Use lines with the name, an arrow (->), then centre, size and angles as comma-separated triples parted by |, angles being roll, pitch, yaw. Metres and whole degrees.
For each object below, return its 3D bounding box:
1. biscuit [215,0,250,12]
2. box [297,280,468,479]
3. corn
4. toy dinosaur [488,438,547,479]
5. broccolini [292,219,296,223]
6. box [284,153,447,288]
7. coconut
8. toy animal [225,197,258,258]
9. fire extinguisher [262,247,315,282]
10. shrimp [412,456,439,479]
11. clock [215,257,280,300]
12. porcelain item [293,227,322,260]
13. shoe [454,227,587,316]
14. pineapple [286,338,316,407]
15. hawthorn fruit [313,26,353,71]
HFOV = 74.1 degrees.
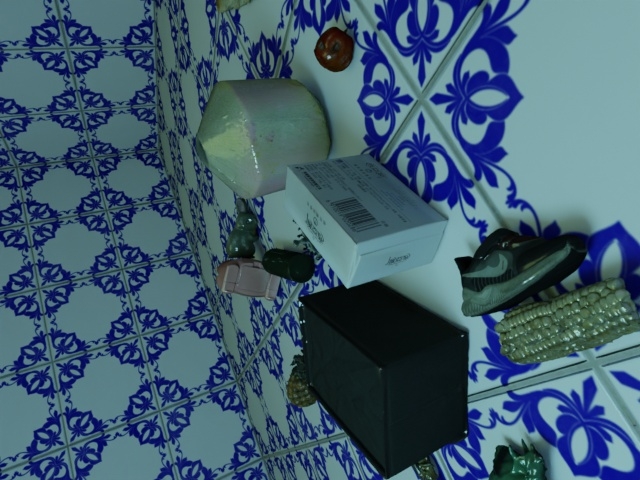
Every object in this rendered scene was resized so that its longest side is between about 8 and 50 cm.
biscuit -> -0.273, -0.834, 1.321 | 0.309, 0.040, 0.204 | 29, 129, 55
box -> 0.119, 0.262, 0.916 | 0.345, 0.205, 0.251 | 26, 126, 57
corn -> 0.331, 0.110, 0.569 | 0.211, 0.087, 0.087 | -45, 63, 53
toy dinosaur -> 0.336, 0.458, 0.734 | 0.120, 0.079, 0.291 | -137, 43, -57
broccolini -> -0.002, 0.002, 1.208 | 0.216, 0.067, 0.058 | 55, 151, 19
box -> 0.075, -0.054, 0.843 | 0.274, 0.203, 0.116 | 51, 144, 40
coconut -> -0.162, -0.259, 1.088 | 0.297, 0.310, 0.297 | 39, 136, 51
toy animal -> -0.313, -0.049, 1.726 | 0.127, 0.125, 0.251 | -102, 18, -84
fire extinguisher -> -0.123, 0.083, 1.435 | 0.114, 0.095, 0.311 | 52, 161, -22
shrimp -> 0.222, 0.468, 0.991 | 0.251, 0.052, 0.143 | 58, 146, 34
clock -> -0.294, 0.134, 1.666 | 0.241, 0.227, 0.142 | 13, 89, 65
porcelain item -> -0.048, 0.002, 1.261 | 0.136, 0.075, 0.021 | 68, 152, 17
shoe -> 0.274, 0.035, 0.627 | 0.227, 0.099, 0.112 | 118, 139, -55
pineapple -> -0.050, 0.451, 1.457 | 0.128, 0.128, 0.248 | 43, 134, 48
hawthorn fruit -> 0.033, -0.408, 0.899 | 0.093, 0.093, 0.093 | 39, 136, 51
